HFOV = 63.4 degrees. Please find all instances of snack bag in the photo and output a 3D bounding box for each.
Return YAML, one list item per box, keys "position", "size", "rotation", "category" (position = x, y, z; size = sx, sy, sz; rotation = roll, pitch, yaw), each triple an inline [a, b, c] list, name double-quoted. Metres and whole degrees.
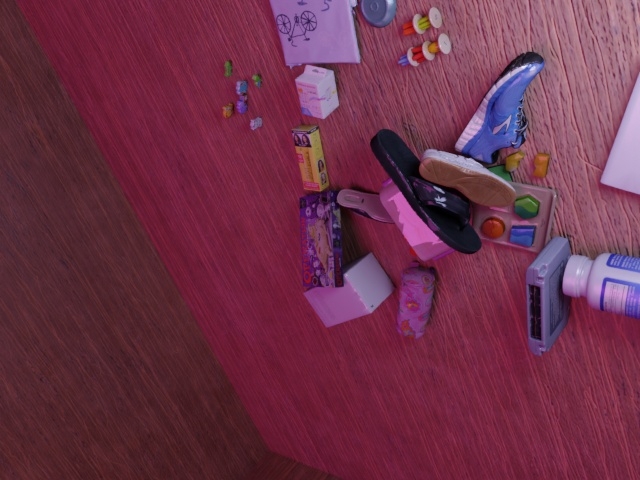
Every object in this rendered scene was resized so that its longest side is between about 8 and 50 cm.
- position: [-0.022, -0.690, 1.546]
  size: [0.323, 0.037, 0.342]
  rotation: [14, 131, 39]
  category: "snack bag"

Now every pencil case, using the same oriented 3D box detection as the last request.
- position: [0.336, 0.219, 1.856]
  size: [0.124, 0.124, 0.284]
  rotation: [24, 133, 30]
  category: "pencil case"

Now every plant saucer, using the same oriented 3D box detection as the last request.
- position: [0.152, -0.644, 1.421]
  size: [0.119, 0.021, 0.119]
  rotation: [26, 136, 29]
  category: "plant saucer"

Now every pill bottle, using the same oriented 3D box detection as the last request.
- position: [0.772, 0.115, 1.310]
  size: [0.272, 0.152, 0.152]
  rotation: [13, 128, 39]
  category: "pill bottle"

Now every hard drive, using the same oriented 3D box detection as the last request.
- position: [0.766, -0.234, 1.127]
  size: [0.203, 0.040, 0.307]
  rotation: [25, 135, 30]
  category: "hard drive"

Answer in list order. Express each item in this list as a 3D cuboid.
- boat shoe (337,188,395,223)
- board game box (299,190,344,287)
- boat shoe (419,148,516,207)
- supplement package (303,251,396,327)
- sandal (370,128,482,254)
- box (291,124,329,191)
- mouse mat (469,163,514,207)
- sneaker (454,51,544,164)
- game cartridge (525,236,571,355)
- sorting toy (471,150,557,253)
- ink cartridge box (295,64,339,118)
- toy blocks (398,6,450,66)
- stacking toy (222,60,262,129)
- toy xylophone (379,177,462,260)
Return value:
- position: [0.174, -0.116, 1.795]
  size: [0.233, 0.084, 0.079]
  rotation: [22, 172, 23]
  category: "boat shoe"
- position: [0.000, 0.000, 1.916]
  size: [0.208, 0.056, 0.346]
  rotation: [-7, 85, 59]
  category: "board game box"
- position: [0.404, -0.181, 1.408]
  size: [0.277, 0.096, 0.098]
  rotation: [24, 134, -6]
  category: "boat shoe"
- position: [0.109, 0.195, 2.006]
  size: [0.177, 0.175, 0.293]
  rotation: [57, 141, -4]
  category: "supplement package"
- position: [0.314, -0.146, 1.459]
  size: [0.445, 0.167, 0.107]
  rotation: [50, 130, 0]
  category: "sandal"
- position: [-0.035, -0.294, 1.853]
  size: [0.087, 0.058, 0.232]
  rotation: [14, 129, 37]
  category: "box"
- position: [0.502, -0.124, 1.502]
  size: [0.153, 0.007, 0.189]
  rotation: [-9, 114, 48]
  category: "mouse mat"
- position: [0.472, -0.320, 1.300]
  size: [0.147, 0.130, 0.330]
  rotation: [34, 147, 10]
  category: "sneaker"
- position: [0.634, 0.149, 1.433]
  size: [0.062, 0.198, 0.297]
  rotation: [11, 126, 39]
  category: "game cartridge"
- position: [0.534, -0.107, 1.445]
  size: [0.229, 0.041, 0.307]
  rotation: [20, 132, 33]
  category: "sorting toy"
- position: [-0.012, -0.476, 1.639]
  size: [0.092, 0.090, 0.143]
  rotation: [22, 146, 32]
  category: "ink cartridge box"
- position: [0.258, -0.533, 1.378]
  size: [0.148, 0.054, 0.123]
  rotation: [-6, 116, 47]
  category: "toy blocks"
- position: [-0.295, -0.534, 1.925]
  size: [0.167, 0.052, 0.221]
  rotation: [29, 136, 25]
  category: "stacking toy"
- position: [0.333, -0.081, 1.635]
  size: [0.236, 0.081, 0.322]
  rotation: [-22, 101, 35]
  category: "toy xylophone"
